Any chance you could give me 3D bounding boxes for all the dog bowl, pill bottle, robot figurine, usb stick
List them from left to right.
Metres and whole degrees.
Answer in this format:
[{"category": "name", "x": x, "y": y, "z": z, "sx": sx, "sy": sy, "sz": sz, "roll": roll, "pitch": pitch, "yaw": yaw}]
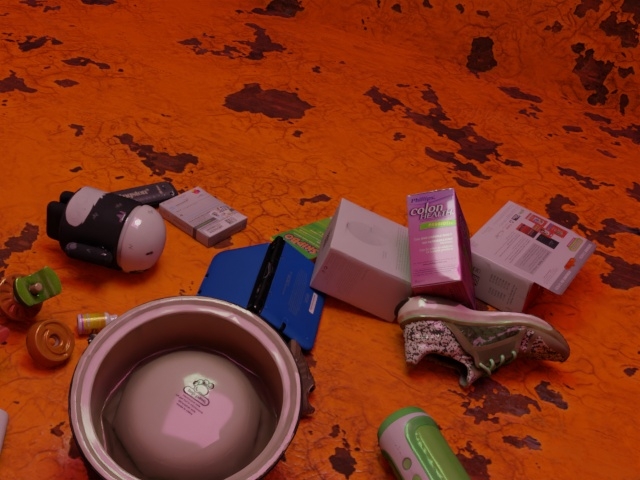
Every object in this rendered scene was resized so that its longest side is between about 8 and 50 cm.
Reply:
[{"category": "pill bottle", "x": -0.479, "y": 0.177, "z": 1.803, "sx": 0.083, "sy": 0.043, "sz": 0.043, "roll": -3, "pitch": 38, "yaw": -20}, {"category": "robot figurine", "x": -0.500, "y": -0.023, "z": 1.970, "sx": 0.278, "sy": 0.173, "sz": 0.209, "roll": 17, "pitch": 70, "yaw": 7}, {"category": "usb stick", "x": -0.506, "y": -0.103, "z": 2.183, "sx": 0.278, "sy": 0.045, "sz": 0.077, "roll": -15, "pitch": 43, "yaw": -33}, {"category": "dog bowl", "x": -0.240, "y": 0.308, "z": 1.524, "sx": 0.407, "sy": 0.150, "sz": 0.408, "roll": 4, "pitch": 52, "yaw": -5}]

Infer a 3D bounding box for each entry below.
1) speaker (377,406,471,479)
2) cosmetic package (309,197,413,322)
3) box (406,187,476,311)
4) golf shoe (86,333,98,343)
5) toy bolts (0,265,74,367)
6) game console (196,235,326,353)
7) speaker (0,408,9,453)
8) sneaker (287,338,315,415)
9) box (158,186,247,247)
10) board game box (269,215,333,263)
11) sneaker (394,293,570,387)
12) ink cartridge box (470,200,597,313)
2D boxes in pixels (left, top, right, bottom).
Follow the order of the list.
[{"category": "speaker", "x": 0.216, "y": 0.452, "z": 1.557, "sx": 0.131, "sy": 0.131, "sz": 0.296, "roll": -6, "pitch": 39, "yaw": -24}, {"category": "cosmetic package", "x": 0.114, "y": 0.047, "z": 2.044, "sx": 0.224, "sy": 0.138, "sz": 0.224, "roll": 24, "pitch": 35, "yaw": -5}, {"category": "box", "x": 0.287, "y": 0.039, "z": 1.979, "sx": 0.117, "sy": 0.213, "sz": 0.243, "roll": -10, "pitch": 59, "yaw": 16}, {"category": "golf shoe", "x": -0.393, "y": 0.245, "z": 1.707, "sx": 0.093, "sy": 0.077, "sz": 0.198, "roll": -19, "pitch": 46, "yaw": -36}, {"category": "toy bolts", "x": -0.643, "y": 0.186, "z": 1.711, "sx": 0.228, "sy": 0.158, "sz": 0.218, "roll": -22, "pitch": 87, "yaw": -51}, {"category": "game console", "x": -0.139, "y": 0.139, "z": 1.973, "sx": 0.250, "sy": 0.173, "sz": 0.293, "roll": 39, "pitch": 32, "yaw": -16}, {"category": "speaker", "x": -0.596, "y": 0.366, "z": 1.497, "sx": 0.055, "sy": 0.055, "sz": 0.136, "roll": 4, "pitch": 36, "yaw": -11}, {"category": "sneaker", "x": -0.047, "y": 0.293, "z": 1.769, "sx": 0.071, "sy": 0.066, "sz": 0.188, "roll": 21, "pitch": 38, "yaw": -16}, {"category": "box", "x": -0.307, "y": -0.064, "z": 2.194, "sx": 0.186, "sy": 0.038, "sz": 0.145, "roll": 32, "pitch": 39, "yaw": 24}, {"category": "board game box", "x": 0.000, "y": 0.000, "z": 2.199, "sx": 0.259, "sy": 0.039, "sz": 0.124, "roll": -17, "pitch": 44, "yaw": -38}, {"category": "sneaker", "x": 0.360, "y": 0.256, "z": 1.902, "sx": 0.410, "sy": 0.158, "sz": 0.182, "roll": 10, "pitch": 63, "yaw": -3}, {"category": "ink cartridge box", "x": 0.535, "y": 0.060, "z": 2.190, "sx": 0.271, "sy": 0.130, "sz": 0.309, "roll": 29, "pitch": 39, "yaw": 23}]
